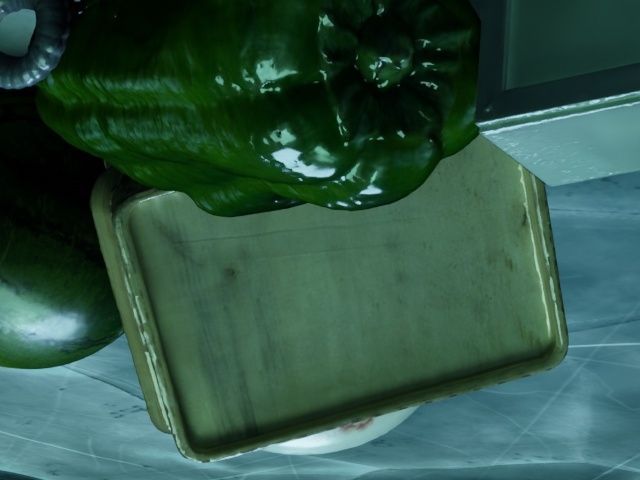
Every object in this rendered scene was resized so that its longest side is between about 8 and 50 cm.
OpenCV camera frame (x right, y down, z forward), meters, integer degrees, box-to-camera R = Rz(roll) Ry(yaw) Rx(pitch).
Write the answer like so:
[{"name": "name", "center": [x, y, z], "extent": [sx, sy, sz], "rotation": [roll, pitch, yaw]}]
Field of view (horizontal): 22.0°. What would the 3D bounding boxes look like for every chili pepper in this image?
[{"name": "chili pepper", "center": [-0.048, -0.103, 1.018], "extent": [0.213, 0.168, 0.385], "rotation": [-21, -162, -27]}]

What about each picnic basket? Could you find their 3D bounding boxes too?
[{"name": "picnic basket", "center": [0.000, 0.000, 1.221], "extent": [0.312, 0.228, 0.175], "rotation": [-15, -157, -6]}]

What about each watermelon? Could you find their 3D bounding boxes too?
[{"name": "watermelon", "center": [-0.251, -0.009, 1.387], "extent": [0.242, 0.242, 0.242], "rotation": [4, 160, 2]}]

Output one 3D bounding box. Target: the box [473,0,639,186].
[{"name": "box", "center": [0.166, -0.157, 0.901], "extent": [0.129, 0.225, 0.086], "rotation": [-10, 154, 34]}]

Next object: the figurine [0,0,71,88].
[{"name": "figurine", "center": [-0.356, -0.186, 0.996], "extent": [0.381, 0.261, 0.186], "rotation": [-14, -171, -1]}]

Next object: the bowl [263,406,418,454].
[{"name": "bowl", "center": [-0.017, 0.034, 1.428], "extent": [0.277, 0.277, 0.145], "rotation": [5, 148, 1]}]
